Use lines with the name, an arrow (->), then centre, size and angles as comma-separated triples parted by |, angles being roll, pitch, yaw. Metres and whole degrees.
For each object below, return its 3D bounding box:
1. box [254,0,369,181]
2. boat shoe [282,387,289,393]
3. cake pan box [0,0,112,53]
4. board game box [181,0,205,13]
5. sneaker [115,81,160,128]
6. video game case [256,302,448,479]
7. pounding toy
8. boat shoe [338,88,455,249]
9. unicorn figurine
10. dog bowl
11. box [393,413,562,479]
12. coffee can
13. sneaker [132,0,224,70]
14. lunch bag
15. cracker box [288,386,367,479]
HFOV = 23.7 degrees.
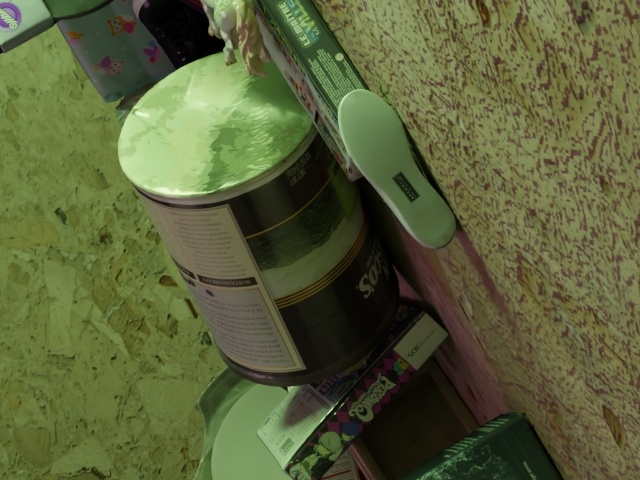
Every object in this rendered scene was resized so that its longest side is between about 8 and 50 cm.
box -> -0.012, -0.158, 1.302 | 0.207, 0.036, 0.114 | 58, 173, 14
boat shoe -> -0.016, 0.192, 2.102 | 0.233, 0.079, 0.084 | 58, 172, -4
cake pan box -> -0.316, -0.373, 1.707 | 0.267, 0.245, 0.070 | 61, 173, -2
board game box -> -0.225, -0.395, 1.526 | 0.347, 0.056, 0.208 | 58, -171, 14
sneaker -> -0.164, -0.078, 1.980 | 0.146, 0.102, 0.293 | 60, -179, -46
video game case -> 0.026, 0.152, 1.591 | 0.042, 0.210, 0.232 | 43, 174, -8
pounding toy -> 0.084, 0.263, 1.642 | 0.181, 0.206, 0.094 | 56, 172, 27
boat shoe -> 0.057, -0.054, 1.202 | 0.142, 0.049, 0.040 | 58, 173, -3
unicorn figurine -> -0.093, -0.213, 1.303 | 0.162, 0.060, 0.111 | 34, 158, 35
dog bowl -> -0.032, 0.316, 2.208 | 0.349, 0.349, 0.102 | 55, -177, 35
box -> 0.149, 0.263, 1.382 | 0.156, 0.158, 0.093 | 59, 173, 3
coffee can -> -0.054, -0.019, 1.483 | 0.201, 0.201, 0.275 | 52, 170, 46
sneaker -> -0.151, -0.240, 1.823 | 0.121, 0.079, 0.217 | 56, -179, 9
lunch bag -> -0.290, -0.353, 1.992 | 0.223, 0.160, 0.262 | 65, -177, -56
cracker box -> 0.017, 0.237, 1.813 | 0.156, 0.067, 0.232 | 66, -171, -51
